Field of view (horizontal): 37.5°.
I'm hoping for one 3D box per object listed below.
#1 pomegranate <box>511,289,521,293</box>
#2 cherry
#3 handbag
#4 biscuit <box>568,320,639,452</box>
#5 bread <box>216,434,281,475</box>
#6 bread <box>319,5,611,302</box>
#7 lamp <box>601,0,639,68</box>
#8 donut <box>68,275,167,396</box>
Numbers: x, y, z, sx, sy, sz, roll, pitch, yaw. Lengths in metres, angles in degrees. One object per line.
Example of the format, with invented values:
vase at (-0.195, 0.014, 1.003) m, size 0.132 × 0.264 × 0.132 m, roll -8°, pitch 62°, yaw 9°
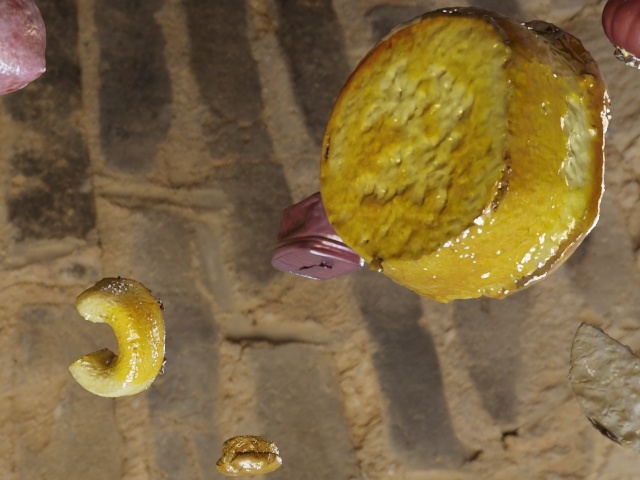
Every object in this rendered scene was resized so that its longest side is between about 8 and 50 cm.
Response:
pomegranate at (0.267, 0.016, 1.482) m, size 0.156 × 0.220 × 0.156 m, roll 4°, pitch -108°, yaw -12°
cherry at (-0.424, -0.252, 1.116) m, size 0.249 × 0.192 × 0.175 m, roll 27°, pitch -131°, yaw 17°
handbag at (0.000, 0.000, 1.822) m, size 0.146 × 0.225 × 0.136 m, roll 20°, pitch -108°, yaw -23°
biscuit at (0.438, 0.222, 1.319) m, size 0.250 × 0.133 × 0.032 m, roll 33°, pitch 178°, yaw 39°
bread at (-0.091, 0.276, 1.197) m, size 0.081 × 0.083 × 0.046 m, roll 38°, pitch -137°, yaw -58°
bread at (0.178, -0.118, 1.220) m, size 0.215 × 0.398 × 0.398 m, roll 18°, pitch -133°, yaw -42°
lamp at (0.345, -0.225, 0.987) m, size 0.101 × 0.090 × 0.101 m, roll 20°, pitch -157°, yaw -9°
donut at (-0.298, 0.148, 1.378) m, size 0.146 × 0.181 × 0.078 m, roll 15°, pitch -173°, yaw 22°
